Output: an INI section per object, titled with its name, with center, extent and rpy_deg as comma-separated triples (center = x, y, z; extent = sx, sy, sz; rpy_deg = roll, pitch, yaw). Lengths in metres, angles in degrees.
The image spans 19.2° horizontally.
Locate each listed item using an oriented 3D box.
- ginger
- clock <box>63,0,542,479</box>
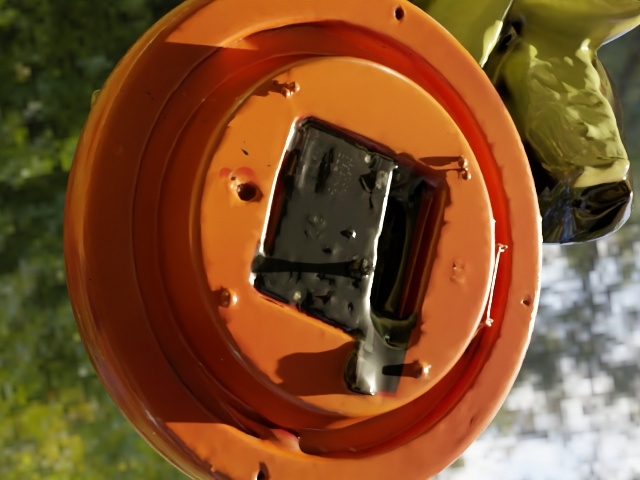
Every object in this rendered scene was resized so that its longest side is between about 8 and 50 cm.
[ginger]
center = 0.024, -0.163, 1.267
extent = 0.358, 0.211, 0.413
rpy_deg = -20, -139, -13
[clock]
center = 0.000, 0.000, 0.710
extent = 0.205, 0.205, 0.051
rpy_deg = -13, -179, -33
